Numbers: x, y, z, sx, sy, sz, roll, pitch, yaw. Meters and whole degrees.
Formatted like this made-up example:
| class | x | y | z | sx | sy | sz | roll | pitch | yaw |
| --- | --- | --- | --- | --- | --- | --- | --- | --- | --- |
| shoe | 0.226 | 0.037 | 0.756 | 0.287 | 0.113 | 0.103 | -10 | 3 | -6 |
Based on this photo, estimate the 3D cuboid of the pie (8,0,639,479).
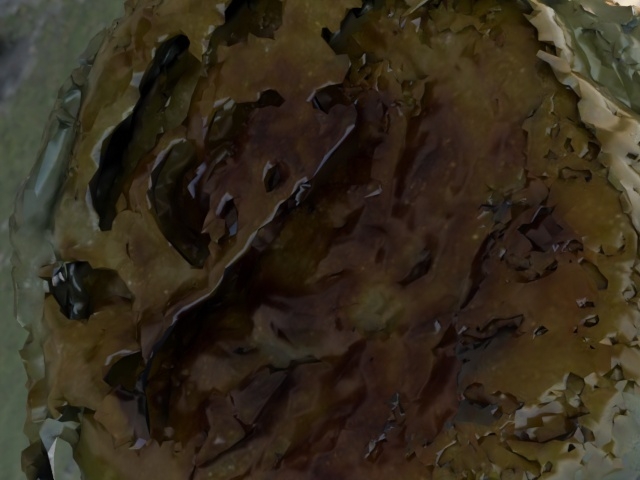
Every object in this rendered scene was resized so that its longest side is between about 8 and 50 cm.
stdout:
| class | x | y | z | sx | sy | sz | roll | pitch | yaw |
| --- | --- | --- | --- | --- | --- | --- | --- | --- | --- |
| pie | 0.001 | 0.000 | 0.458 | 0.085 | 0.308 | 0.308 | 28 | 91 | -57 |
